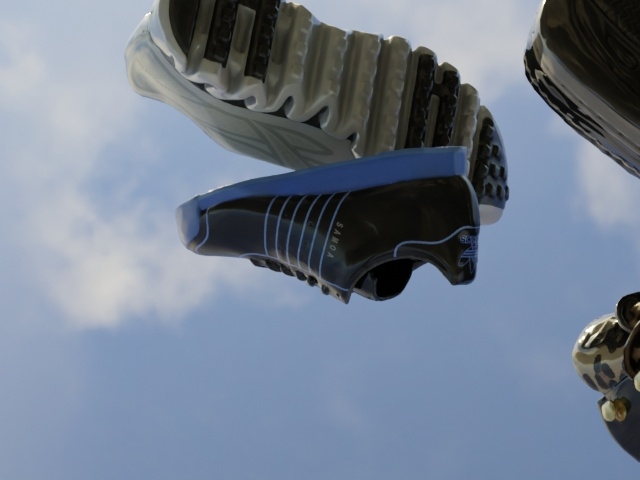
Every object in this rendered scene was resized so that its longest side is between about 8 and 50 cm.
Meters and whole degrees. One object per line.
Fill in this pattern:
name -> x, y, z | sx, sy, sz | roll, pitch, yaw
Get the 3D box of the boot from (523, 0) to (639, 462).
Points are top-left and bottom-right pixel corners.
boot -> 0.242, 0.017, 1.070 | 0.377, 0.284, 0.138 | 28, -126, -8

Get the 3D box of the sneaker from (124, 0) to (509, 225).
sneaker -> 0.001, -0.089, 1.179 | 0.292, 0.118, 0.110 | 28, -120, -22

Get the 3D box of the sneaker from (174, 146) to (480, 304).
sneaker -> 0.000, 0.000, 1.123 | 0.232, 0.091, 0.081 | -11, 175, 38
